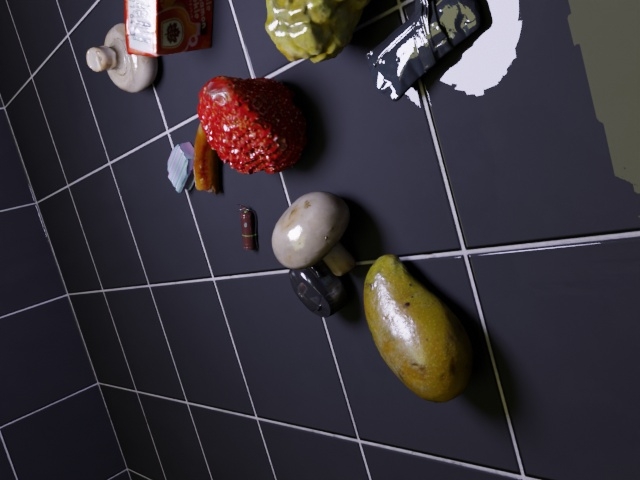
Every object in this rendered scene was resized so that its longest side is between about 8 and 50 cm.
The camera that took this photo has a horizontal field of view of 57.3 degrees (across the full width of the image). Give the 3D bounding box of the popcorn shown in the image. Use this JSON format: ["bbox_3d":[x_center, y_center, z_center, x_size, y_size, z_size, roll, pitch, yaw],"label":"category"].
[{"bbox_3d":[-0.008,-0.495,1.136,0.252,0.215,0.286,11,110,52],"label":"popcorn"}]

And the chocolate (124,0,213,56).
[{"bbox_3d":[-0.377,-0.595,1.490,0.108,0.235,0.237,23,122,25],"label":"chocolate"}]

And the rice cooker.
[{"bbox_3d":[-0.004,0.111,1.463,0.165,0.106,0.112,58,150,17],"label":"rice cooker"}]

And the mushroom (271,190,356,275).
[{"bbox_3d":[0.000,0.000,1.372,0.215,0.207,0.207,47,145,-22],"label":"mushroom"}]

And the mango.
[{"bbox_3d":[0.192,0.188,1.247,0.176,0.175,0.329,-42,67,1],"label":"mango"}]

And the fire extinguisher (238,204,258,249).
[{"bbox_3d":[-0.208,-0.039,1.679,0.056,0.039,0.132,2,110,13],"label":"fire extinguisher"}]

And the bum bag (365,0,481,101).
[{"bbox_3d":[0.185,-0.370,1.089,0.248,0.060,0.123,-38,79,47],"label":"bum bag"}]

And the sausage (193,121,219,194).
[{"bbox_3d":[-0.313,-0.264,1.670,0.103,0.076,0.302,36,132,22],"label":"sausage"}]

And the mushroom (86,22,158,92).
[{"bbox_3d":[-0.598,-0.542,1.782,0.206,0.209,0.206,32,153,19],"label":"mushroom"}]

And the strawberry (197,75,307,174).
[{"bbox_3d":[-0.173,-0.271,1.390,0.261,0.257,0.261,15,116,34],"label":"strawberry"}]

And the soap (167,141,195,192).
[{"bbox_3d":[-0.425,-0.232,1.822,0.100,0.056,0.149,53,138,14],"label":"soap"}]
